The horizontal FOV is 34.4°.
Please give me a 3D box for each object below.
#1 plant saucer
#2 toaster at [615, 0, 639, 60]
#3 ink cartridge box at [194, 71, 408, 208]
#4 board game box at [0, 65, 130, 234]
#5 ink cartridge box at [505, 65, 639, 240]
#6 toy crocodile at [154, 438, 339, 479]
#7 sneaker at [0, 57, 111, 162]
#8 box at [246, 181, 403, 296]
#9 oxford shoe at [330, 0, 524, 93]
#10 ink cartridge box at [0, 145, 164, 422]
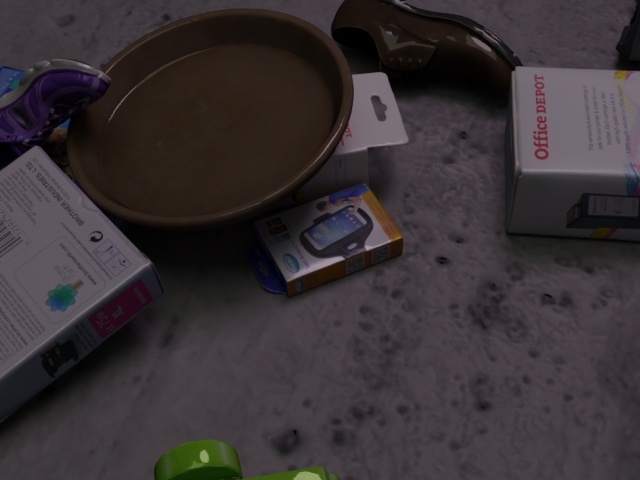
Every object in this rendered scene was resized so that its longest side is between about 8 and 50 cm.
[{"bbox_3d":[-0.103,-0.114,0.979,0.277,0.041,0.278,-6,53,8],"label":"plant saucer"},{"bbox_3d":[0.422,-0.279,1.133,0.146,0.129,0.227,18,51,11],"label":"toaster"},{"bbox_3d":[-0.019,-0.098,1.032,0.198,0.067,0.115,-9,51,-4],"label":"ink cartridge box"},{"bbox_3d":[-0.266,-0.091,1.046,0.210,0.047,0.160,14,52,14],"label":"board game box"},{"bbox_3d":[0.286,-0.084,0.993,0.212,0.093,0.154,4,49,3],"label":"ink cartridge box"},{"bbox_3d":[-0.142,0.233,0.745,0.340,0.105,0.115,-11,50,-14],"label":"toy crocodile"},{"bbox_3d":[-0.263,-0.112,0.970,0.170,0.068,0.071,-24,61,27],"label":"sneaker"},{"bbox_3d":[0.000,0.000,0.974,0.136,0.028,0.081,-20,52,-16],"label":"box"},{"bbox_3d":[0.112,-0.199,1.117,0.227,0.083,0.096,26,74,23],"label":"oxford shoe"},{"bbox_3d":[-0.310,0.072,0.879,0.311,0.065,0.186,-38,59,-17],"label":"ink cartridge box"}]
